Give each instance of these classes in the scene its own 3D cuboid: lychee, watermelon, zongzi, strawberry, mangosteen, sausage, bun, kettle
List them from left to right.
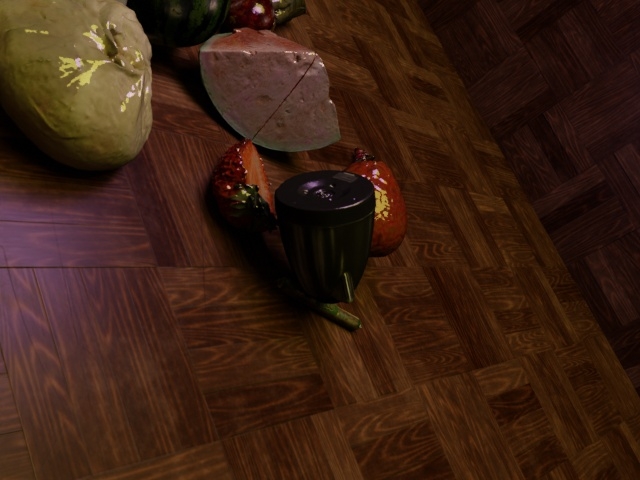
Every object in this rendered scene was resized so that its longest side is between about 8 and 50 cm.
[{"bbox_3d":[-0.425,-0.309,1.271,0.361,0.213,0.361,37,34,-31],"label":"bun"},{"bbox_3d":[-0.333,-0.561,1.605,0.269,0.269,0.268,35,36,-30],"label":"watermelon"},{"bbox_3d":[-0.171,-0.113,1.546,0.286,0.106,0.188,-105,169,-52],"label":"strawberry"},{"bbox_3d":[-0.192,-0.595,1.966,0.146,0.156,0.181,46,-10,37],"label":"mangosteen"},{"bbox_3d":[-0.134,-0.387,1.773,0.222,0.320,0.292,-112,-167,-53],"label":"watermelon"},{"bbox_3d":[-0.145,-0.794,2.137,0.250,0.125,0.274,-58,141,-60],"label":"zongzi"},{"bbox_3d":[-0.002,0.008,1.506,0.207,0.251,0.271,-38,132,-47],"label":"kettle"},{"bbox_3d":[0.000,0.145,1.590,0.269,0.033,0.032,32,37,-33],"label":"sausage"},{"bbox_3d":[0.096,-0.046,1.726,0.255,0.255,0.299,-2,96,-55],"label":"lychee"},{"bbox_3d":[0.134,-0.243,2.119,0.067,0.074,0.083,63,27,-21],"label":"zongzi"}]

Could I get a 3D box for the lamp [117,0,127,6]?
[{"bbox_3d":[-0.462,-0.526,1.474,0.121,0.121,0.214,1,89,-54],"label":"lamp"}]
